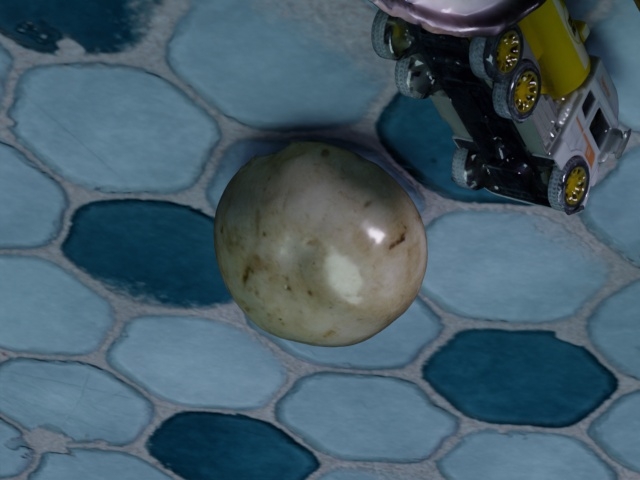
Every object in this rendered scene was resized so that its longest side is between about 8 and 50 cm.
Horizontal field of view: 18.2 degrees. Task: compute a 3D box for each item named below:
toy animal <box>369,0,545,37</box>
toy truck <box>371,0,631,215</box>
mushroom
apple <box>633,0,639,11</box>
[{"bbox_3d":[0.008,-0.240,1.019,0.247,0.310,0.183,-49,135,10],"label":"toy animal"},{"bbox_3d":[0.123,-0.118,1.295,0.098,0.114,0.227,16,154,36],"label":"toy truck"},{"bbox_3d":[0.000,0.000,1.507,0.166,0.127,0.166,10,125,14],"label":"mushroom"},{"bbox_3d":[0.260,-0.211,0.970,0.250,0.277,0.309,-7,178,16],"label":"apple"}]
